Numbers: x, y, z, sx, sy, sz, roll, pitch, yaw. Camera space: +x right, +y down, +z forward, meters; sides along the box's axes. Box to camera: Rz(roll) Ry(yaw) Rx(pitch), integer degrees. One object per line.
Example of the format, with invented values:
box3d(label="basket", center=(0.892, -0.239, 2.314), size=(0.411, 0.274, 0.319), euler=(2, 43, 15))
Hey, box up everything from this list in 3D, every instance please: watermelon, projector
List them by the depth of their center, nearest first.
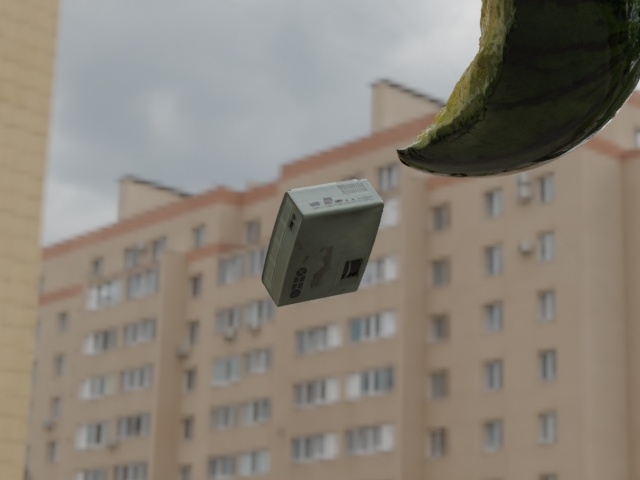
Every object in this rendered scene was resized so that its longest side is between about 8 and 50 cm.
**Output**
box3d(label="watermelon", center=(0.203, -0.195, 1.379), size=(0.189, 0.331, 0.331), euler=(27, -11, 16))
box3d(label="projector", center=(0.000, 0.000, 1.865), size=(0.115, 0.061, 0.147), euler=(-9, -43, -27))
